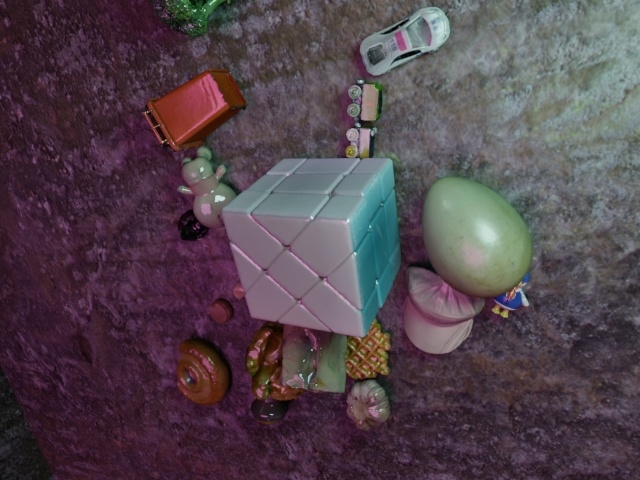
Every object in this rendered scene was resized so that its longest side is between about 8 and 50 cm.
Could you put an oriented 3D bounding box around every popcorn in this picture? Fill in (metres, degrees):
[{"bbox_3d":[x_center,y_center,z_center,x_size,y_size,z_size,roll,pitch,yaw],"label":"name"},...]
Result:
[{"bbox_3d":[-0.128,0.370,1.420,0.205,0.251,0.237,6,110,21],"label":"popcorn"}]

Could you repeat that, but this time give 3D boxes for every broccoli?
[{"bbox_3d":[-0.290,-0.623,1.106,0.270,0.270,0.270,-3,114,-11],"label":"broccoli"}]

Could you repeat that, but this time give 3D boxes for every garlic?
[{"bbox_3d":[0.148,0.503,1.431,0.147,0.102,0.159,23,108,32],"label":"garlic"},{"bbox_3d":[-0.257,0.160,1.520,0.053,0.041,0.083,42,132,-11],"label":"garlic"}]

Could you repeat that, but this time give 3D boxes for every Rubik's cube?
[{"bbox_3d":[0.000,0.000,1.137,0.318,0.316,0.322,5,122,25],"label":"Rubik's cube"}]

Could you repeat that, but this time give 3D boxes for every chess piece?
[{"bbox_3d":[-0.341,0.243,1.596,0.083,0.038,0.084,11,116,24],"label":"chess piece"}]

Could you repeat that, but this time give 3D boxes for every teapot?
[{"bbox_3d":[-0.183,0.552,1.611,0.165,0.130,0.119,17,105,54],"label":"teapot"}]

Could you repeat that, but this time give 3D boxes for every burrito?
[{"bbox_3d":[-0.020,0.249,1.292,0.190,0.135,0.332,1,75,4],"label":"burrito"}]

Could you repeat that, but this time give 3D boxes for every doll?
[{"bbox_3d":[0.470,0.121,1.140,0.098,0.057,0.143,27,115,15],"label":"doll"},{"bbox_3d":[-0.329,-0.134,1.375,0.154,0.113,0.275,-23,102,-4],"label":"doll"}]

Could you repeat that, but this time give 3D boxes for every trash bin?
[{"bbox_3d":[-0.339,-0.357,1.264,0.238,0.184,0.161,-24,99,26],"label":"trash bin"}]

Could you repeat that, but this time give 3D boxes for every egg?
[{"bbox_3d":[0.340,-0.012,1.050,0.218,0.218,0.295,-32,85,33],"label":"egg"}]

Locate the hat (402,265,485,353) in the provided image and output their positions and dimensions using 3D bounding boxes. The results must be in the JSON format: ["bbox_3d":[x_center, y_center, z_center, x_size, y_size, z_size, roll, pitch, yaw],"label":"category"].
[{"bbox_3d":[0.293,0.193,1.209,0.219,0.164,0.226,20,97,19],"label":"hat"}]

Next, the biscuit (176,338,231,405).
[{"bbox_3d":[-0.436,0.499,1.719,0.213,0.091,0.274,17,115,21],"label":"biscuit"}]

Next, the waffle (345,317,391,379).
[{"bbox_3d":[0.099,0.311,1.405,0.243,0.059,0.238,-5,105,25],"label":"waffle"}]

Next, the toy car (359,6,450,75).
[{"bbox_3d":[0.185,-0.444,1.039,0.205,0.056,0.095,-15,102,31],"label":"toy car"}]

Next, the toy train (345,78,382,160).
[{"bbox_3d":[0.107,-0.288,1.140,0.081,0.060,0.202,9,116,16],"label":"toy train"}]

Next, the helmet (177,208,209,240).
[{"bbox_3d":[-0.404,-0.058,1.473,0.123,0.098,0.070,-57,51,28],"label":"helmet"}]
